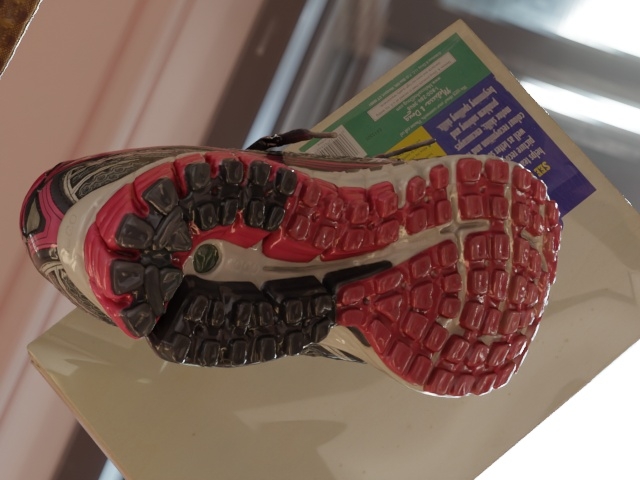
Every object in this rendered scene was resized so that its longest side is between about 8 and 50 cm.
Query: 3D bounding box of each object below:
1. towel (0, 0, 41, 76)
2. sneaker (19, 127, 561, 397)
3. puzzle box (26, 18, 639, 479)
[{"bbox_3d":[-0.324,-0.172,1.000,0.370,0.271,0.040,29,0,-27],"label":"towel"},{"bbox_3d":[0.000,0.000,0.926,0.299,0.121,0.112,11,5,-41],"label":"sneaker"},{"bbox_3d":[0.035,0.060,1.380,0.272,0.409,0.052,50,-15,12],"label":"puzzle box"}]
